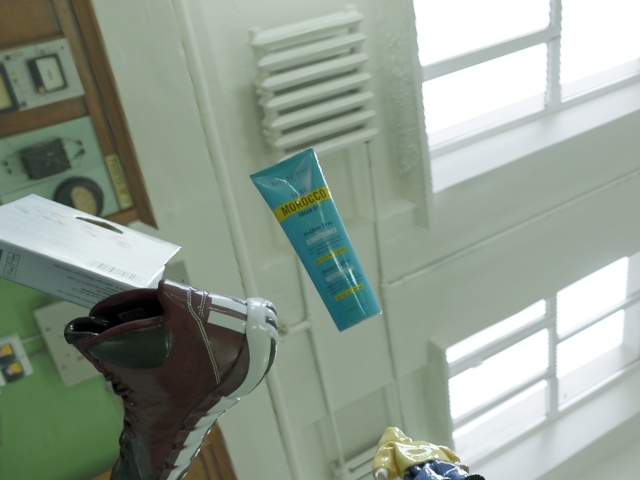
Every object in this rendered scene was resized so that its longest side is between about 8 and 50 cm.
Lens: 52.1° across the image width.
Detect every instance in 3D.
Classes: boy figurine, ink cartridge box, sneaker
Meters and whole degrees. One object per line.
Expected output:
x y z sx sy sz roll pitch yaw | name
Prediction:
0.167 0.409 1.167 0.285 0.177 0.092 180 -91 -68 | boy figurine
-0.374 0.017 0.999 0.239 0.275 0.060 -85 -164 -78 | ink cartridge box
-0.174 0.133 0.611 0.281 0.162 0.106 -53 -152 23 | sneaker

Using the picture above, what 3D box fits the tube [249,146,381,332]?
0.000 0.000 0.740 0.207 0.080 0.052 63 -15 9 | tube
